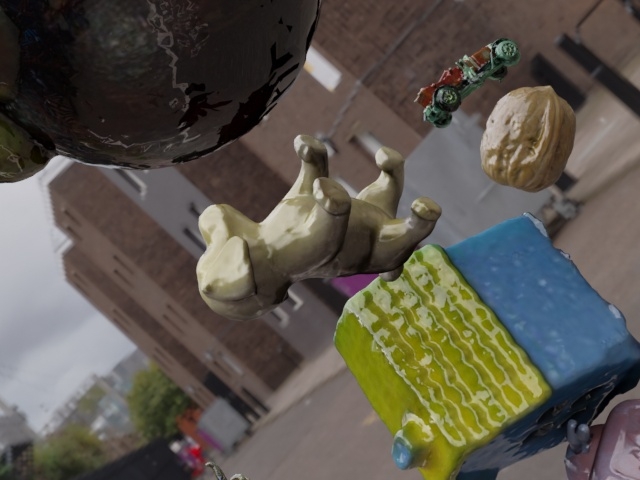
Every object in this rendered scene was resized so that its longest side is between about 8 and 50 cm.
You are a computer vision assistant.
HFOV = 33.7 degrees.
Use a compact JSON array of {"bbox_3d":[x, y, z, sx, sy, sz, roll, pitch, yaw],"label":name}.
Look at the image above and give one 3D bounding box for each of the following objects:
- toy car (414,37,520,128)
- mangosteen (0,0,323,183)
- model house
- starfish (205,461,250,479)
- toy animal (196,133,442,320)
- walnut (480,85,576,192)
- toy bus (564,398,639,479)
[{"bbox_3d":[0.188,-0.205,1.351,0.143,0.054,0.073,-39,-7,-12],"label":"toy car"},{"bbox_3d":[-0.151,-0.182,0.700,0.330,0.330,0.330,-48,-2,-2],"label":"mangosteen"},{"bbox_3d":[0.176,0.139,1.205,0.303,0.237,0.215,-15,-36,-33],"label":"model house"},{"bbox_3d":[-0.084,0.411,1.637,0.176,0.208,0.053,24,-84,-44],"label":"starfish"},{"bbox_3d":[-0.004,-0.010,0.986,0.233,0.121,0.169,-6,-47,-30],"label":"toy animal"},{"bbox_3d":[0.352,-0.173,1.779,0.155,0.155,0.184,-41,-31,-72],"label":"walnut"},{"bbox_3d":[0.393,0.303,1.222,0.294,0.231,0.197,78,-148,-51],"label":"toy bus"}]
